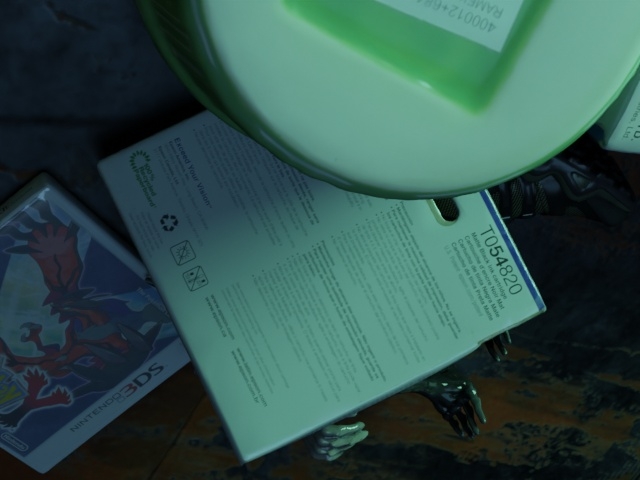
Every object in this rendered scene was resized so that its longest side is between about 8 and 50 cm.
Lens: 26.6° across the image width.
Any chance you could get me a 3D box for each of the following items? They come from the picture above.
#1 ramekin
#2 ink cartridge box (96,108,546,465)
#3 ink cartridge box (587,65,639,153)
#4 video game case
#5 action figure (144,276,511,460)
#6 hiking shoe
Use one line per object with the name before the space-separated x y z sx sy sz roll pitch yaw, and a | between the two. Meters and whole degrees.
ramekin | 0.046 -0.169 0.753 0.303 0.148 0.303 -4 110 -12
ink cartridge box | 0.000 0.000 0.894 0.224 0.223 0.045 -26 176 -3
ink cartridge box | 0.370 -0.186 0.926 0.395 0.151 0.270 5 124 -24
video game case | -0.199 0.067 0.971 0.183 0.023 0.201 -38 130 8
action figure | 0.018 0.061 0.979 0.275 0.141 0.164 15 107 -32
hiking shoe | 0.122 -0.048 0.986 0.226 0.086 0.114 21 123 -23
